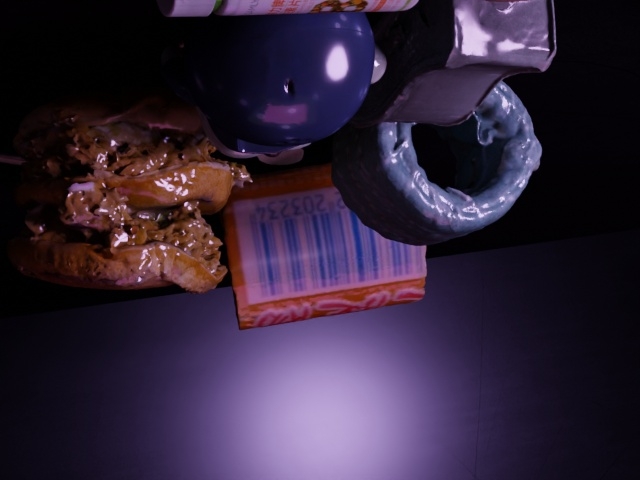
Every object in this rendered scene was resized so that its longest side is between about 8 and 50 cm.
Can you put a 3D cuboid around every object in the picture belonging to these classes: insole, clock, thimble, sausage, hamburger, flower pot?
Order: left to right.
[{"bbox_3d":[-0.200,-0.045,1.062,0.261,0.211,0.245,0,175,-21],"label":"hamburger"},{"bbox_3d":[-0.064,-0.124,1.338,0.063,0.010,0.192,-12,171,15],"label":"insole"},{"bbox_3d":[-0.038,-0.147,0.857,0.200,0.146,0.243,-4,177,-8],"label":"clock"},{"bbox_3d":[0.000,0.000,1.480,0.287,0.233,0.233,-10,171,-5],"label":"sausage"},{"bbox_3d":[0.110,-0.175,0.936,0.108,0.103,0.229,-4,169,-26],"label":"flower pot"},{"bbox_3d":[0.135,-0.095,1.144,0.235,0.198,0.143,2,168,-26],"label":"thimble"}]

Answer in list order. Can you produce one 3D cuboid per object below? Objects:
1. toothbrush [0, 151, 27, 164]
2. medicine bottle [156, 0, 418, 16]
[{"bbox_3d":[-0.384,-0.097,1.138,0.026,0.028,0.294,-14,175,30],"label":"toothbrush"},{"bbox_3d":[-0.021,-0.201,0.695,0.183,0.086,0.086,-7,170,-19],"label":"medicine bottle"}]
